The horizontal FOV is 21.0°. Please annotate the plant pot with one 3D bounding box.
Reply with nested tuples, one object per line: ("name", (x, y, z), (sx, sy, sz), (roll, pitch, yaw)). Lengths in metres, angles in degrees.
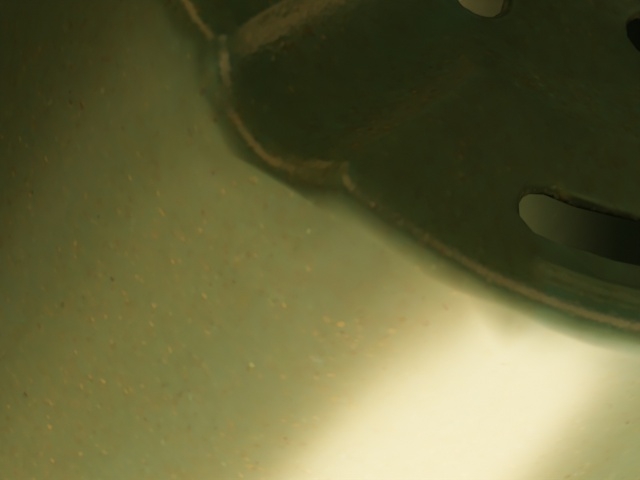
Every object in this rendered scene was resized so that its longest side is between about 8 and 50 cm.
("plant pot", (0.000, 0.000, 0.567), (0.341, 0.341, 0.334), (-14, 156, -34))
